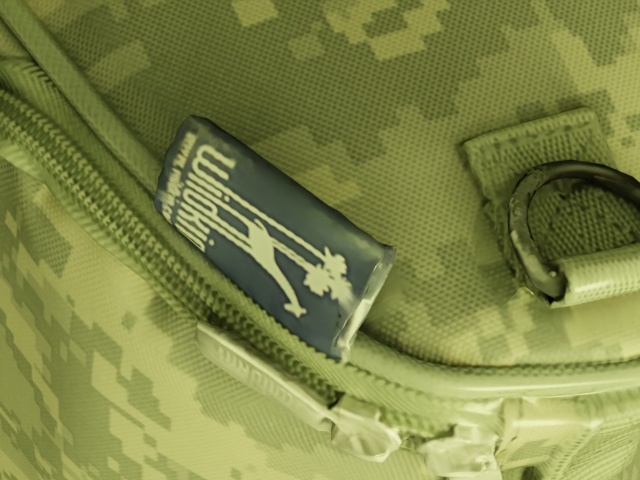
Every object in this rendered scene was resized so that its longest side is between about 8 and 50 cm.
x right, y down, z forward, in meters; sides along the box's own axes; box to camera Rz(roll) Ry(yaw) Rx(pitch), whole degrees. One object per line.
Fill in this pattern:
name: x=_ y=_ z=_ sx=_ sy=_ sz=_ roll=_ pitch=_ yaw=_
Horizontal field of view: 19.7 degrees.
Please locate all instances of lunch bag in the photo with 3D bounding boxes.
lunch bag: x=0.000 y=0.000 z=0.496 sx=0.212 sy=0.256 sz=0.305 roll=-18 pitch=149 yaw=-16
